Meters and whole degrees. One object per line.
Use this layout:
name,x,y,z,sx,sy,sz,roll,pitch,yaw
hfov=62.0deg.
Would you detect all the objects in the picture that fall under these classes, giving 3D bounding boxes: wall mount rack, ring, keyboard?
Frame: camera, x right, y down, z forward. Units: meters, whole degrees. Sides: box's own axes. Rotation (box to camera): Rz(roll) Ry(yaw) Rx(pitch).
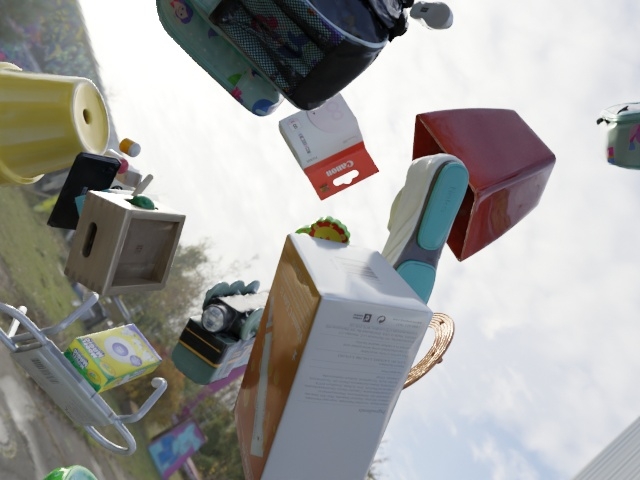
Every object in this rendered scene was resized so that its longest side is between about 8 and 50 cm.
wall mount rack,-0.442,0.219,0.947,0.304,0.130,0.350,-14,-64,36
ring,0.234,0.322,1.487,0.032,0.336,0.336,52,-18,-10
keyboard,-0.437,-0.088,1.012,0.180,0.108,0.023,-52,-130,27

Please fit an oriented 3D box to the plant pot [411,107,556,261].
plant pot,0.380,-0.157,1.252,0.267,0.235,0.267,82,-15,-55

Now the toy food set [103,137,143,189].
toy food set,-0.475,-0.121,1.288,0.104,0.111,0.232,32,-69,17

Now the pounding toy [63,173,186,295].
pounding toy,-0.252,-0.015,0.701,0.100,0.141,0.130,22,8,23

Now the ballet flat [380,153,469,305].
ballet flat,0.169,0.020,1.051,0.139,0.139,0.400,29,-79,56

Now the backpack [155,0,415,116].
backpack,-0.054,-0.268,0.523,0.191,0.225,0.253,-29,-64,36

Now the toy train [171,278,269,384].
toy train,-0.179,0.190,1.141,0.142,0.190,0.334,32,5,14

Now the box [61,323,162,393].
box,-0.395,0.221,1.006,0.105,0.043,0.179,46,18,13

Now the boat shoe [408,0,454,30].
boat shoe,0.213,-0.415,0.991,0.040,0.049,0.142,25,20,-31

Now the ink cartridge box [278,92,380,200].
ink cartridge box,0.025,-0.247,1.384,0.232,0.189,0.066,59,-12,16

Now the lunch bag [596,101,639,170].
lunch bag,0.619,-0.190,0.903,0.279,0.224,0.108,0,-71,20

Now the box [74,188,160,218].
box,-0.354,-0.036,0.979,0.244,0.060,0.101,-60,137,-87

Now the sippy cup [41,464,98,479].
sippy cup,-0.360,0.412,0.601,0.240,0.224,0.306,-137,-149,-65

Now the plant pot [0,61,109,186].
plant pot,-0.587,-0.244,1.104,0.254,0.238,0.254,-4,90,-87

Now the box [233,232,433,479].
box,-0.001,0.196,0.816,0.215,0.168,0.346,-125,-130,-63

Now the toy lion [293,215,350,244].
toy lion,0.000,0.000,0.899,0.100,0.034,0.096,15,-57,13
